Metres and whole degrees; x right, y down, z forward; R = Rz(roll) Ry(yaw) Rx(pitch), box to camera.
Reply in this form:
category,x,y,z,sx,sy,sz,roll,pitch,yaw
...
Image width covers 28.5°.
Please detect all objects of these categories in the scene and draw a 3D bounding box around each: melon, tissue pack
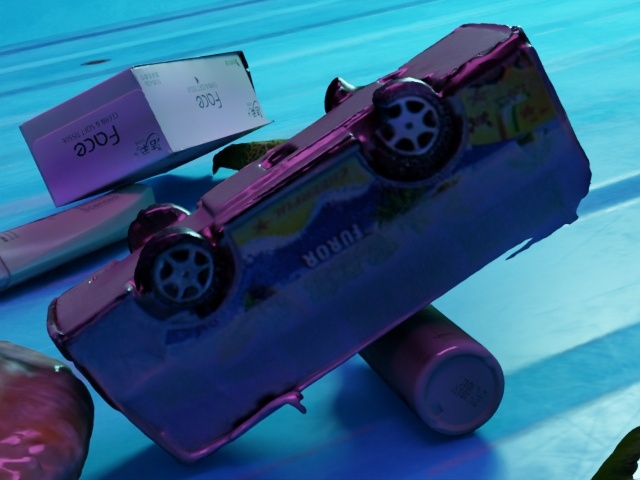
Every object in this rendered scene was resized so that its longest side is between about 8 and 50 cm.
category,x,y,z,sx,sy,sz,roll,pitch,yaw
melon,-0.017,-0.087,1.304,0.261,0.053,0.114,5,15,35
tissue pack,-0.170,-0.116,1.274,0.148,0.092,0.246,-22,3,24

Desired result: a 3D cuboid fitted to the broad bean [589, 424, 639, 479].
category,x,y,z,sx,sy,sz,roll,pitch,yaw
broad bean,0.071,0.143,0.548,0.292,0.049,0.144,-15,18,-18

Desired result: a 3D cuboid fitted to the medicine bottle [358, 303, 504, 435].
category,x,y,z,sx,sy,sz,roll,pitch,yaw
medicine bottle,0.051,0.060,0.800,0.057,0.058,0.199,-13,18,-13

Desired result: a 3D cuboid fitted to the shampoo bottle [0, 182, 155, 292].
category,x,y,z,sx,sy,sz,roll,pitch,yaw
shampoo bottle,-0.238,0.000,1.127,0.072,0.049,0.212,0,19,40

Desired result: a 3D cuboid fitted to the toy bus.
category,x,y,z,sx,sy,sz,roll,pitch,yaw
toy bus,0.000,0.000,0.743,0.317,0.138,0.112,-34,17,-3

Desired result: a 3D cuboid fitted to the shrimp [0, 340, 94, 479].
category,x,y,z,sx,sy,sz,roll,pitch,yaw
shrimp,-0.346,0.122,0.743,0.445,0.110,0.221,1,28,16
